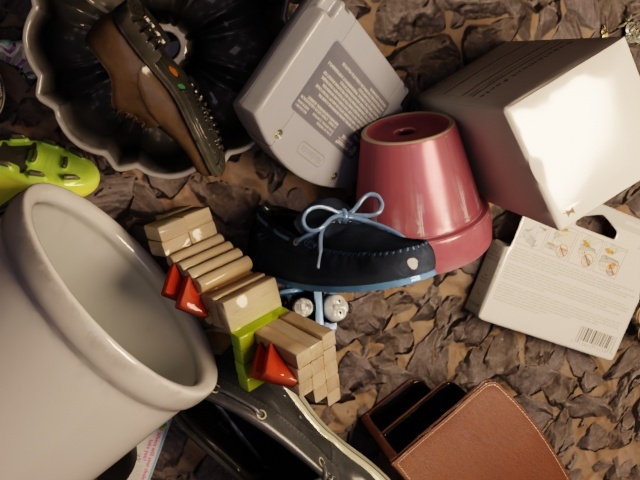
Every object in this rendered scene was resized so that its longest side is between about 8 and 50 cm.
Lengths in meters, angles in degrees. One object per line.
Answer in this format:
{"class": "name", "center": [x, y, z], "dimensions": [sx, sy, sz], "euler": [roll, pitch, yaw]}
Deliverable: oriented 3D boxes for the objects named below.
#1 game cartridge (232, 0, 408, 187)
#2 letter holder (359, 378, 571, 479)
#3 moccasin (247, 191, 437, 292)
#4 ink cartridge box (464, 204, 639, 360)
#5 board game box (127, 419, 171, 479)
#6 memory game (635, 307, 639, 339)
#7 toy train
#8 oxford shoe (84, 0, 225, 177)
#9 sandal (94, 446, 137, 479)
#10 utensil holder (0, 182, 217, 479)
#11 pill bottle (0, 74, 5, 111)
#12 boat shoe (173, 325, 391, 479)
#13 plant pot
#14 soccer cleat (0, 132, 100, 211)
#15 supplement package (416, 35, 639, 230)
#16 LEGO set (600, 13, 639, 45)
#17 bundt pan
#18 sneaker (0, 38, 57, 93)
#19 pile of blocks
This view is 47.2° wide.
{"class": "game cartridge", "center": [0.007, -0.178, 0.962], "dimensions": [0.198, 0.062, 0.297], "euler": [-52, 153, 5]}
{"class": "letter holder", "center": [0.250, 0.357, 1.194], "dimensions": [0.214, 0.152, 0.302], "euler": [-39, 109, -4]}
{"class": "moccasin", "center": [0.000, 0.000, 0.950], "dimensions": [0.138, 0.342, 0.116], "euler": [-10, 98, -42]}
{"class": "ink cartridge box", "center": [0.404, 0.049, 1.202], "dimensions": [0.275, 0.060, 0.238], "euler": [19, 97, -18]}
{"class": "board game box", "center": [-0.297, 0.315, 1.113], "dimensions": [0.103, 0.026, 0.154], "euler": [18, 99, -17]}
{"class": "memory game", "center": [0.607, 0.103, 1.260], "dimensions": [0.186, 0.012, 0.186], "euler": [-12, 115, -28]}
{"class": "toy train", "center": [-0.020, 0.104, 1.052], "dimensions": [0.105, 0.184, 0.080], "euler": [-3, 79, -15]}
{"class": "oxford shoe", "center": [-0.194, -0.165, 0.874], "dimensions": [0.096, 0.083, 0.227], "euler": [-27, 109, 14]}
{"class": "sandal", "center": [-0.370, 0.362, 1.066], "dimensions": [0.254, 0.054, 0.097], "euler": [-38, 95, 6]}
{"class": "utensil holder", "center": [-0.378, 0.172, 0.894], "dimensions": [0.385, 0.327, 0.327], "euler": [-38, 109, 4]}
{"class": "pill bottle", "center": [-0.465, -0.171, 0.860], "dimensions": [0.103, 0.184, 0.103], "euler": [3, 107, 9]}
{"class": "boat shoe", "center": [-0.037, 0.347, 1.056], "dimensions": [0.187, 0.156, 0.500], "euler": [-34, 98, 35]}
{"class": "plant pot", "center": [0.132, -0.074, 1.018], "dimensions": [0.201, 0.201, 0.180], "euler": [-15, 117, -10]}
{"class": "soccer cleat", "center": [-0.442, -0.069, 0.967], "dimensions": [0.289, 0.093, 0.121], "euler": [-4, 135, -17]}
{"class": "supplement package", "center": [0.288, -0.157, 1.000], "dimensions": [0.175, 0.293, 0.177], "euler": [-32, 109, -4]}
{"class": "LEGO set", "center": [0.480, -0.323, 1.148], "dimensions": [0.083, 0.023, 0.054], "euler": [-22, 108, -8]}
{"class": "bundt pan", "center": [-0.202, -0.249, 0.947], "dimensions": [0.331, 0.124, 0.330], "euler": [-3, 103, -13]}
{"class": "sneaker", "center": [-0.392, -0.226, 0.951], "dimensions": [0.098, 0.038, 0.069], "euler": [-4, 104, -12]}
{"class": "pile of blocks", "center": [-0.130, 0.095, 0.961], "dimensions": [0.113, 0.362, 0.149], "euler": [-26, 146, -35]}
